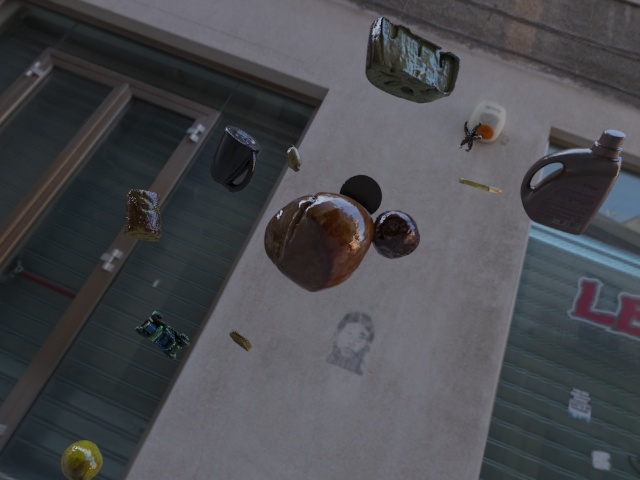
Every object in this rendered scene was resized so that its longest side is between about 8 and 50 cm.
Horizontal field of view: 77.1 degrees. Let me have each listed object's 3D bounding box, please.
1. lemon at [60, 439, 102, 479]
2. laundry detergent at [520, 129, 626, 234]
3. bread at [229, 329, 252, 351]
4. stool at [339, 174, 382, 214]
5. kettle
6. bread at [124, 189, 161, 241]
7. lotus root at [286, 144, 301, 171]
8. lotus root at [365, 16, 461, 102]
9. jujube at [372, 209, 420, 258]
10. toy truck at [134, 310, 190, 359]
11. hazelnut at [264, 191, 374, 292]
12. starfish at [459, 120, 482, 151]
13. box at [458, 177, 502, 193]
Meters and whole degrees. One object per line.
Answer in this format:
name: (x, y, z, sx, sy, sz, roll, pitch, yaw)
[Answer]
lemon: (-0.562, 0.515, 0.943, 0.111, 0.082, 0.082, 21, -19, 41)
laundry detergent: (0.555, -0.139, 0.901, 0.171, 0.076, 0.237, 22, -48, 22)
bread: (-0.363, 0.457, 1.833, 0.094, 0.035, 0.090, 25, -29, 28)
stool: (0.178, -0.197, 1.773, 0.179, 0.179, 0.264, 23, 9, 2)
kettle: (-0.445, -0.398, 2.077, 0.268, 0.290, 0.207, 45, 22, 20)
bread: (-0.645, -0.092, 1.471, 0.132, 0.172, 0.103, 11, -26, -42)
lotus root: (-0.125, -0.380, 1.876, 0.073, 0.150, 0.062, -31, -29, 33)
lotus root: (0.208, -0.421, 0.967, 0.235, 0.118, 0.138, 15, -4, -15)
jujube: (0.278, -0.017, 1.499, 0.183, 0.183, 0.243, 19, -4, 13)
toy truck: (-0.455, 0.283, 1.170, 0.154, 0.080, 0.078, 51, -12, -26)
hazelnut: (0.000, 0.000, 1.330, 0.373, 0.315, 0.372, -11, 7, 1)
starfish: (0.428, -0.301, 1.144, 0.028, 0.078, 0.091, 1, -41, -34)
box: (0.581, -0.200, 1.470, 0.073, 0.020, 0.149, 6, 17, -29)
